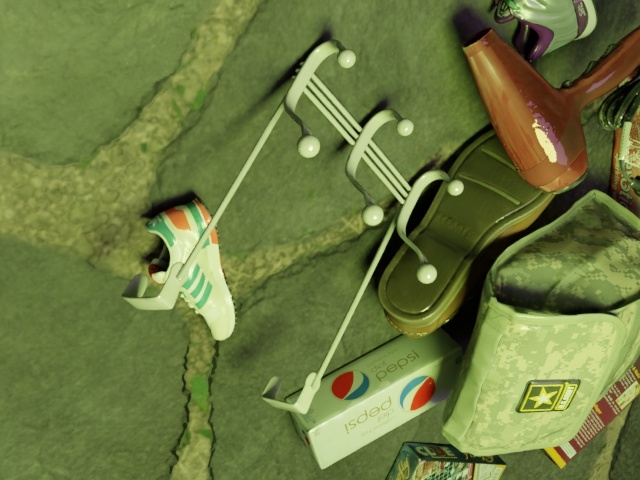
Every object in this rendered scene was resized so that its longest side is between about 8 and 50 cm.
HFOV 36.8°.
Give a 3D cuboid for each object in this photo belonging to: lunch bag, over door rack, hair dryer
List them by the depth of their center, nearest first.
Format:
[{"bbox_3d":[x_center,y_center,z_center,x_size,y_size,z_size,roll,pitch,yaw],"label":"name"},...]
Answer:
[{"bbox_3d":[0.000,0.000,0.963,0.324,0.108,0.239,-54,128,-12],"label":"over door rack"},{"bbox_3d":[0.277,-0.158,1.029,0.293,0.080,0.223,11,88,-21],"label":"hair dryer"},{"bbox_3d":[0.268,0.110,1.111,0.287,0.169,0.235,-28,144,-37],"label":"lunch bag"}]

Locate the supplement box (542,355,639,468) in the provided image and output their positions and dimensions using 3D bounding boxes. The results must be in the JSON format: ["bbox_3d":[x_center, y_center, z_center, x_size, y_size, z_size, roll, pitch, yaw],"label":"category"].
[{"bbox_3d":[0.361,0.211,1.344,0.188,0.081,0.104,-43,128,-2],"label":"supplement box"}]

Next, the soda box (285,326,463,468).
[{"bbox_3d":[0.071,0.185,1.174,0.216,0.069,0.074,-26,127,-14],"label":"soda box"}]

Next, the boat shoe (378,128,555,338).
[{"bbox_3d":[0.180,-0.019,1.111,0.307,0.111,0.104,-45,155,-7],"label":"boat shoe"}]

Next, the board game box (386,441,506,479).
[{"bbox_3d":[0.141,0.398,1.350,0.165,0.042,0.243,12,110,-34],"label":"board game box"}]

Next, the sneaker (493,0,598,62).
[{"bbox_3d":[0.215,-0.278,0.990,0.098,0.083,0.223,-36,129,-2],"label":"sneaker"}]

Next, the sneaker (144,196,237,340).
[{"bbox_3d":[-0.136,0.037,0.983,0.075,0.057,0.161,-18,120,-17],"label":"sneaker"}]

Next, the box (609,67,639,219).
[{"bbox_3d":[0.467,-0.066,1.204,0.142,0.154,0.300,-19,125,-20],"label":"box"}]
